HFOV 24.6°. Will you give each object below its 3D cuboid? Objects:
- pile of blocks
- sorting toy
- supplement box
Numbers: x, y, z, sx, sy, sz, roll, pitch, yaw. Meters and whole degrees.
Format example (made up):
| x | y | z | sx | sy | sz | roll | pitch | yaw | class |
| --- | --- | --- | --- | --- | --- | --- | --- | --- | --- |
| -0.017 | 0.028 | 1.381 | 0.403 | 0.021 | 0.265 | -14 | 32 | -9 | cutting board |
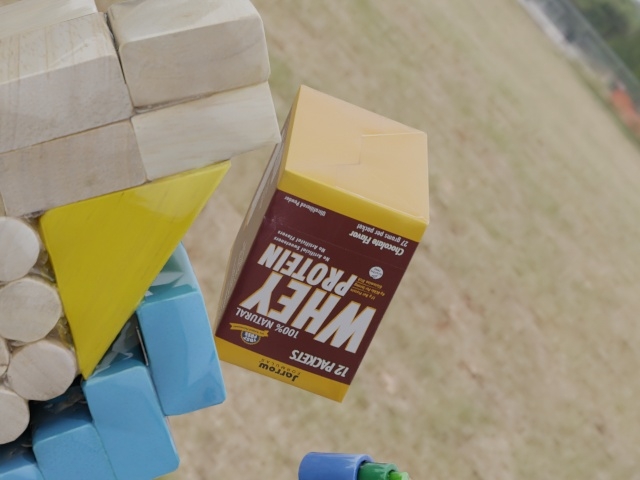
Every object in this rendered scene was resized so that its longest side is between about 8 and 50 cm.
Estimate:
| x | y | z | sx | sy | sz | roll | pitch | yaw | class |
| --- | --- | --- | --- | --- | --- | --- | --- | --- | --- |
| -0.128 | 0.062 | 0.500 | 0.149 | 0.362 | 0.112 | 36 | 12 | -25 | pile of blocks |
| 0.016 | 0.109 | 0.547 | 0.102 | 0.042 | 0.061 | -18 | 102 | -56 | sorting toy |
| 0.000 | 0.000 | 1.314 | 0.129 | 0.194 | 0.191 | 21 | 27 | -7 | supplement box |
